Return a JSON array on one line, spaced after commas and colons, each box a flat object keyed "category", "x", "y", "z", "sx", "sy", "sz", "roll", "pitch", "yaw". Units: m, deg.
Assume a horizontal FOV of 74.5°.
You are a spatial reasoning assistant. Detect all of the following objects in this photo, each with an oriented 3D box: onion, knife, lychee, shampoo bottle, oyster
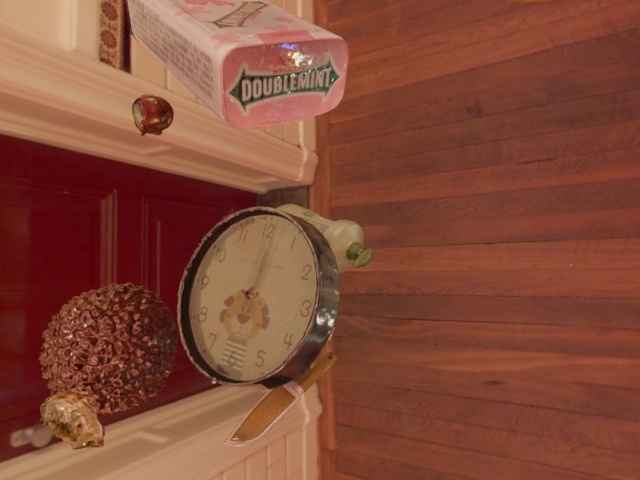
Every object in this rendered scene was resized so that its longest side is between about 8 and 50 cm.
[{"category": "onion", "x": -0.457, "y": -0.343, "z": 1.153, "sx": 0.117, "sy": 0.118, "sz": 0.119, "roll": 30, "pitch": 103, "yaw": 48}, {"category": "knife", "x": -0.056, "y": 0.252, "z": 0.689, "sx": 0.046, "sy": 0.256, "sz": 0.022, "roll": 39, "pitch": 128, "yaw": 19}, {"category": "lychee", "x": -0.426, "y": 0.220, "z": 0.879, "sx": 0.264, "sy": 0.300, "sz": 0.264, "roll": -1, "pitch": 85, "yaw": 6}, {"category": "shampoo bottle", "x": 0.000, "y": 0.000, "z": 0.783, "sx": 0.234, "sy": 0.118, "sz": 0.087, "roll": 19, "pitch": 135, "yaw": 41}, {"category": "oyster", "x": -0.399, "y": 0.296, "z": 0.685, "sx": 0.029, "sy": 0.086, "sz": 0.132, "roll": -139, "pitch": 49, "yaw": -60}]

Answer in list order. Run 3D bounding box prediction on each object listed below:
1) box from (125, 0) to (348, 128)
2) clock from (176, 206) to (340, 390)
[{"category": "box", "x": -0.142, "y": -0.298, "z": 0.630, "sx": 0.370, "sy": 0.190, "sz": 0.112, "roll": 45, "pitch": 141, "yaw": 38}, {"category": "clock", "x": -0.114, "y": 0.092, "z": 0.712, "sx": 0.312, "sy": 0.061, "sz": 0.313, "roll": -10, "pitch": 69, "yaw": 28}]
